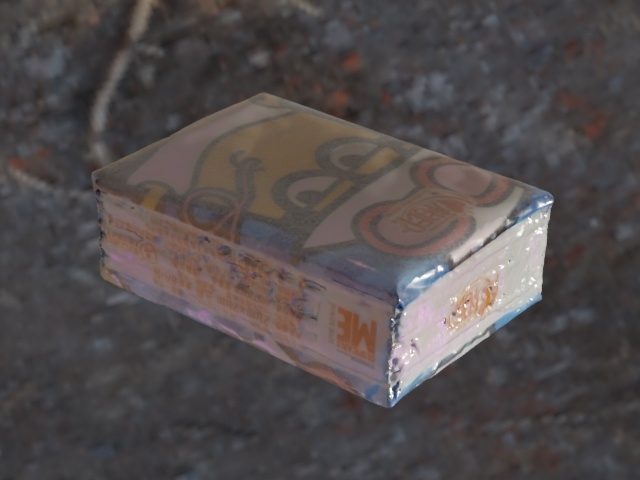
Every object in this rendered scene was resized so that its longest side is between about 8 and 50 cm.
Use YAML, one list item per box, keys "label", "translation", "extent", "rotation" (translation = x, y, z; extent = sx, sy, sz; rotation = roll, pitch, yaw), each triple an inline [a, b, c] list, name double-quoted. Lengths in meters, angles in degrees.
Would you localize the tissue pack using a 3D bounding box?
- label: "tissue pack"
  translation: [0.000, 0.000, 0.794]
  extent: [0.115, 0.155, 0.065]
  rotation: [-31, 134, -44]
